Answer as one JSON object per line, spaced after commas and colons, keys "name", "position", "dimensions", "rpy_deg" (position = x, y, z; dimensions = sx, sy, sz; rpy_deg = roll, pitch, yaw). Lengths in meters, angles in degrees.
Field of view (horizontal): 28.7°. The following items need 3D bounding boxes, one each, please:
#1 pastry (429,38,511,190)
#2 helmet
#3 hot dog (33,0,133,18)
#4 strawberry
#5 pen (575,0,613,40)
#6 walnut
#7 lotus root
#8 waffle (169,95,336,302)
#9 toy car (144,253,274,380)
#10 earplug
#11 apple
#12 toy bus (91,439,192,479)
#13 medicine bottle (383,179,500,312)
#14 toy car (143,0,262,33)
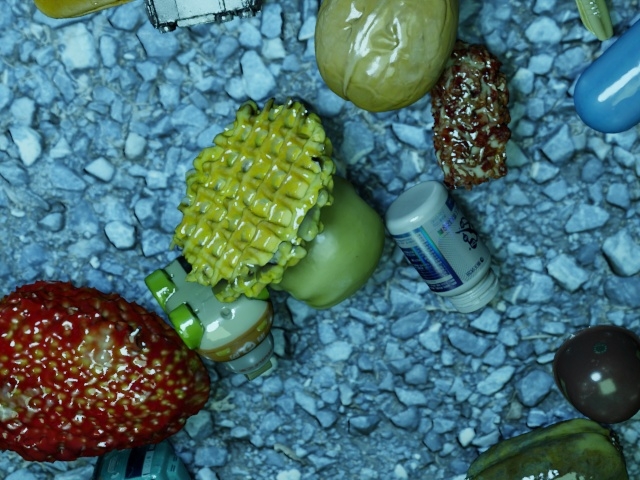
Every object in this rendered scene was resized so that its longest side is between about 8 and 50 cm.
{"name": "pastry", "position": [0.213, -0.179, 1.791], "dimensions": [0.115, 0.097, 0.209], "rpy_deg": [-4, 111, -6]}
{"name": "helmet", "position": [0.446, 0.230, 1.944], "dimensions": [0.155, 0.106, 0.175], "rpy_deg": [-15, 115, 10]}
{"name": "hot dog", "position": [-0.244, -0.410, 1.683], "dimensions": [0.348, 0.117, 0.158], "rpy_deg": [-13, 77, 9]}
{"name": "strawberry", "position": [-0.350, 0.182, 1.865], "dimensions": [0.343, 0.292, 0.292], "rpy_deg": [-12, 112, 20]}
{"name": "pen", "position": [0.354, -0.382, 1.730], "dimensions": [0.040, 0.032, 0.233], "rpy_deg": [-13, 112, 34]}
{"name": "walnut", "position": [0.089, -0.288, 1.707], "dimensions": [0.193, 0.193, 0.226], "rpy_deg": [14, 109, -3]}
{"name": "lotus root", "position": [0.354, 0.387, 1.989], "dimensions": [0.274, 0.152, 0.160], "rpy_deg": [-22, 119, 14]}
{"name": "waffle", "position": [-0.093, -0.054, 1.760], "dimensions": [0.329, 0.329, 0.062], "rpy_deg": [-42, 135, 18]}
{"name": "toy car", "position": [-0.137, 0.122, 1.882], "dimensions": [0.145, 0.235, 0.235], "rpy_deg": [-34, 108, -7]}
{"name": "earplug", "position": [0.469, -0.253, 1.729], "dimensions": [0.132, 0.132, 0.273], "rpy_deg": [43, 112, -14]}
{"name": "apple", "position": [0.000, 0.000, 1.826], "dimensions": [0.200, 0.200, 0.200], "rpy_deg": [1, 113, 3]}
{"name": "toy bus", "position": [-0.265, 0.457, 2.068], "dimensions": [0.147, 0.128, 0.256], "rpy_deg": [-20, 112, 9]}
{"name": "medicine bottle", "position": [0.185, 0.013, 1.860], "dimensions": [0.107, 0.107, 0.191], "rpy_deg": [-32, 112, 15]}
{"name": "toy car", "position": [-0.164, -0.341, 1.758], "dimensions": [0.165, 0.062, 0.071], "rpy_deg": [-10, 111, 7]}
